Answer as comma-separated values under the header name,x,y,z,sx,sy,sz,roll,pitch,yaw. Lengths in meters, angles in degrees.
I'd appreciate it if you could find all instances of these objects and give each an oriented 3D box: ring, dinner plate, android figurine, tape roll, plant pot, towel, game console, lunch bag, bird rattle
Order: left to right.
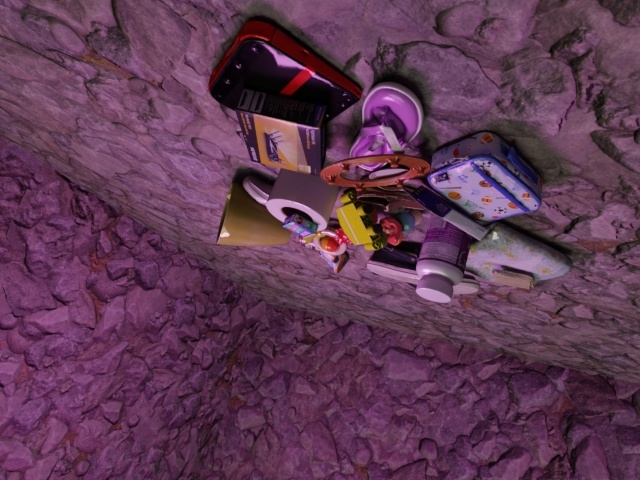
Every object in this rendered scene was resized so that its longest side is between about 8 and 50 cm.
name,x,y,z,sx,sy,sz,roll,pitch,yaw
plant pot,-0.275,-0.086,1.985,0.293,0.275,0.275,14,163,-16
game console,-0.117,-0.424,1.283,0.341,0.060,0.386,23,162,-25
tape roll,-0.064,-0.164,1.729,0.246,0.169,0.246,18,160,7
bird rattle,0.054,-0.015,2.062,0.253,0.143,0.207,7,141,8
android figurine,0.146,-0.070,1.758,0.248,0.056,0.273,62,162,-4
ring,0.168,-0.201,1.407,0.336,0.032,0.336,-2,172,0
dinner plate,0.228,-0.217,1.479,0.141,0.017,0.141,-3,174,0
lunch bag,0.467,-0.172,1.287,0.303,0.115,0.243,30,156,-28
towel,0.693,0.068,1.735,0.320,0.090,0.374,22,160,-8
towel,0.733,0.147,1.737,0.148,0.027,0.110,9,158,29

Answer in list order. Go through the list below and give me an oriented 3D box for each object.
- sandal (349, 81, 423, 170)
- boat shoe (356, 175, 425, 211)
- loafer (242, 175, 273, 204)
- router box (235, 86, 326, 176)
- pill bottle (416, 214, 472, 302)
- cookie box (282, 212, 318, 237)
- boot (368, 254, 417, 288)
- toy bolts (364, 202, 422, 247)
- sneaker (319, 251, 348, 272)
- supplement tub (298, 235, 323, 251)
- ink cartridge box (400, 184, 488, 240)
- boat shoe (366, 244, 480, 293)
name,x,y,z,sx,sy,sz,roll,pitch,yaw
sandal,0.175,-0.282,1.282,0.169,0.102,0.416,20,162,1
boat shoe,0.249,-0.140,1.600,0.257,0.095,0.095,16,160,11
loafer,-0.171,-0.186,1.902,0.319,0.112,0.111,29,123,-20
router box,-0.107,-0.316,1.379,0.242,0.081,0.309,13,163,5
pill bottle,0.442,0.062,1.640,0.169,0.302,0.169,18,161,6
cookie box,-0.075,-0.054,1.719,0.107,0.040,0.091,28,158,-23
boot,0.368,0.150,2.250,0.207,0.094,0.246,-1,145,37
toy bolts,0.277,-0.084,1.746,0.218,0.158,0.228,66,162,-5
sneaker,0.061,0.075,2.383,0.131,0.112,0.296,32,164,21
supplement tub,0.000,0.000,2.198,0.197,0.106,0.106,17,160,8
ink cartridge box,0.391,-0.104,1.450,0.223,0.045,0.223,24,-163,-26
boat shoe,0.443,0.115,1.982,0.499,0.156,0.187,14,166,31
